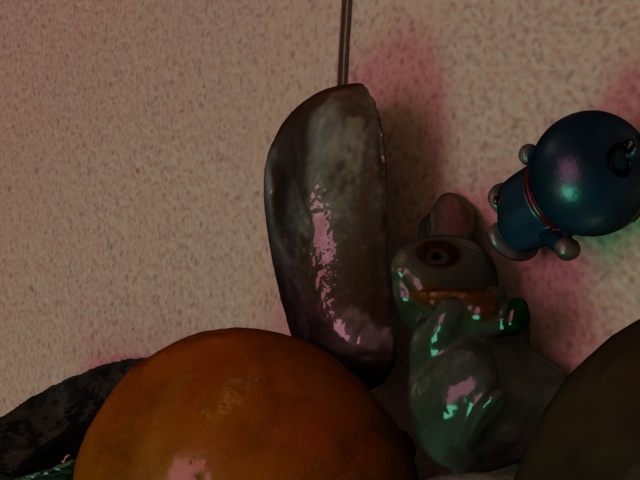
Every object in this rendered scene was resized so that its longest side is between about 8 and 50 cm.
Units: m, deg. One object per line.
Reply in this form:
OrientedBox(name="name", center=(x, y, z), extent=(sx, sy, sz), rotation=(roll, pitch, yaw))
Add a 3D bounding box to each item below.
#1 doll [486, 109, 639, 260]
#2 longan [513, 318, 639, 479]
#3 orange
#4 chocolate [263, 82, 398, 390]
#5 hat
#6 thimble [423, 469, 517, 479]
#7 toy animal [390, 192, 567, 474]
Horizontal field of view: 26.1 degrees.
OrientedBox(name="doll", center=(0.177, -0.038, 0.977), extent=(0.152, 0.085, 0.114), rotation=(-38, 43, 52))
OrientedBox(name="longan", center=(0.251, 0.189, 0.643), extent=(0.361, 0.361, 0.361), rotation=(-13, 73, 49))
OrientedBox(name="orange", center=(-0.058, 0.206, 1.064), extent=(0.284, 0.226, 0.284), rotation=(22, 128, 30))
OrientedBox(name="chocolate", center=(-0.001, -0.001, 1.139), extent=(0.157, 0.080, 0.254), rotation=(129, 139, -68))
OrientedBox(name="hat", center=(-0.225, 0.224, 1.358), extent=(0.265, 0.265, 0.128), rotation=(-10, 108, 50))
OrientedBox(name="thimble", center=(0.122, 0.258, 0.932), extent=(0.211, 0.149, 0.185), rotation=(-54, 48, 30))
OrientedBox(name="toy animal", center=(0.095, 0.062, 1.033), extent=(0.138, 0.108, 0.236), rotation=(-55, 45, 29))
